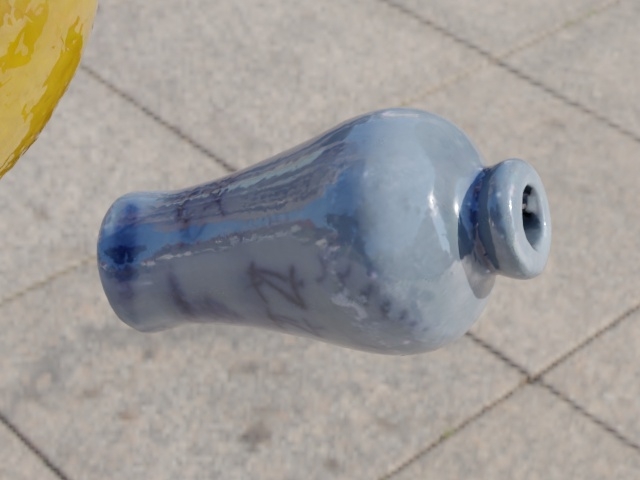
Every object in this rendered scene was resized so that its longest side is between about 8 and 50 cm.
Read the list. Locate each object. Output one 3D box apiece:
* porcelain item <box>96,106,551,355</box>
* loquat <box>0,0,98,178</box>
[{"bbox_3d":[0.000,0.000,0.849,0.259,0.141,0.141,-7,30,26],"label":"porcelain item"},{"bbox_3d":[-0.172,-0.094,0.476,0.208,0.208,0.208,3,36,-2],"label":"loquat"}]
